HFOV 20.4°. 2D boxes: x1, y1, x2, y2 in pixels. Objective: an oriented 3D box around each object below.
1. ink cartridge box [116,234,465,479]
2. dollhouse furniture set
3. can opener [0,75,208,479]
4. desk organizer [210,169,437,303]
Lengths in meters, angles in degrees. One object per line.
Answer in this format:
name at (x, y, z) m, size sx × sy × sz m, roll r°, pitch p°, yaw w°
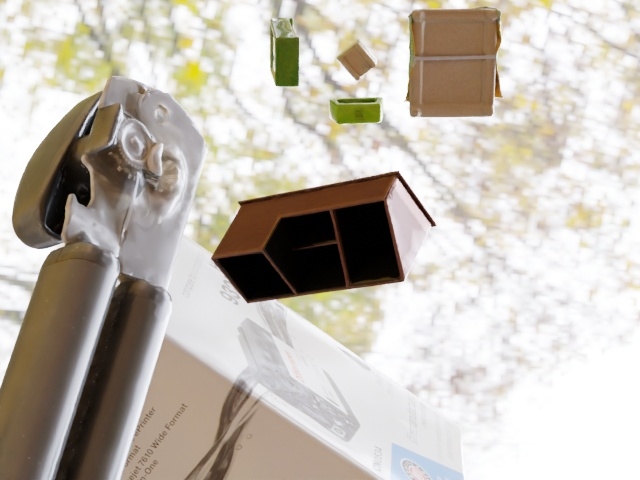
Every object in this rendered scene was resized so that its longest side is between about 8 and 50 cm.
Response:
ink cartridge box at (-0.055, 0.130, 1.260) m, size 0.307 × 0.223 × 0.129 m, roll 35°, pitch -75°, yaw -7°
dollhouse furniture set at (0.043, -0.120, 1.177) m, size 0.058 × 0.151 × 0.076 m, roll -102°, pitch -169°, yaw -71°
can opener at (-0.129, 0.041, 0.916) m, size 0.095 × 0.076 × 0.283 m, roll -15°, pitch -131°, yaw 41°
desk organizer at (0.000, 0.000, 1.086) m, size 0.130 × 0.047 × 0.050 m, roll -10°, pitch -141°, yaw 40°
